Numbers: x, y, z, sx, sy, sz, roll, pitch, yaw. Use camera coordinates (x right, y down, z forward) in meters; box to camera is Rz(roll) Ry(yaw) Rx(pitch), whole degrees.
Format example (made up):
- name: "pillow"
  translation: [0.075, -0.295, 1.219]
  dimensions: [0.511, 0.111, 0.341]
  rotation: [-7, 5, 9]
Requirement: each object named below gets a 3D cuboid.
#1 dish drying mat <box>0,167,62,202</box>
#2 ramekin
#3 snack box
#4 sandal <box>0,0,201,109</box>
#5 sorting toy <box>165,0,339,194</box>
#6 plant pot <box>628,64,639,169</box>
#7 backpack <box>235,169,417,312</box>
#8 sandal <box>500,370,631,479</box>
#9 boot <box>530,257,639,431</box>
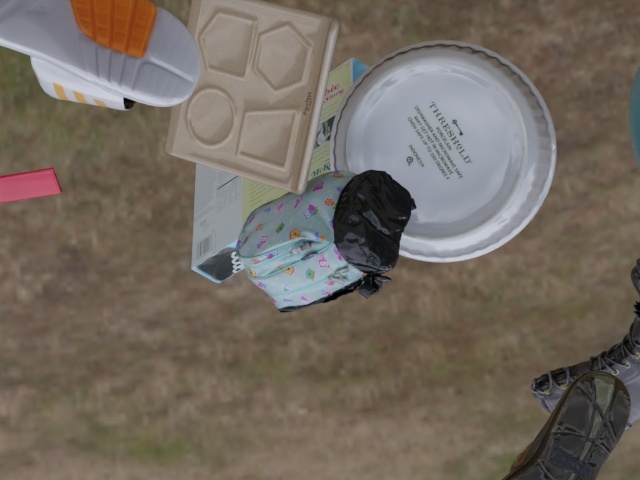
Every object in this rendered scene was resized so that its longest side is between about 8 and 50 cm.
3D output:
- name: "dish drying mat"
  translation: [-0.288, -0.051, 1.423]
  dimensions: [0.083, 0.008, 0.032]
  rotation: [-9, 136, 4]
- name: "ramekin"
  translation: [0.138, -0.104, 1.767]
  dimensions: [0.273, 0.272, 0.127]
  rotation: [-15, 180, 9]
- name: "snack box"
  translation: [-0.048, -0.091, 2.032]
  dimensions: [0.060, 0.187, 0.322]
  rotation: [28, 137, -35]
- name: "sandal"
  translation: [-0.229, -0.176, 1.339]
  dimensions: [0.265, 0.102, 0.076]
  rotation: [21, 146, 7]
- name: "sorting toy"
  translation: [-0.074, -0.166, 1.651]
  dimensions: [0.208, 0.193, 0.038]
  rotation: [19, -167, 33]
- name: "plant pot"
  translation: [0.470, -0.119, 1.617]
  dimensions: [0.293, 0.235, 0.293]
  rotation: [-15, 136, -15]
- name: "backpack"
  translation: [0.000, 0.000, 1.650]
  dimensions: [0.182, 0.152, 0.115]
  rotation: [-23, 115, 35]
- name: "sandal"
  translation: [0.213, 0.218, 1.432]
  dimensions: [0.090, 0.219, 0.060]
  rotation: [32, 172, -11]
- name: "boot"
  translation: [0.375, 0.158, 1.930]
  dimensions: [0.229, 0.091, 0.263]
  rotation: [-21, 118, 19]
